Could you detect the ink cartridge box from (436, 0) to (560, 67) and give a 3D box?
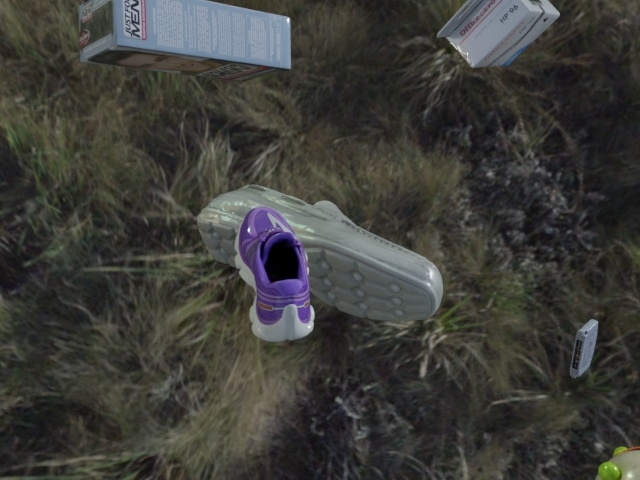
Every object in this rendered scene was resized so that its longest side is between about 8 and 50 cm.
[{"bbox_3d":[0.113,-0.135,0.403,0.028,0.048,0.083,53,37,11],"label":"ink cartridge box"}]

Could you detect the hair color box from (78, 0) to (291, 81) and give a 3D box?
[{"bbox_3d":[-0.261,-0.399,1.269,0.374,0.185,0.114,-3,95,-39],"label":"hair color box"}]

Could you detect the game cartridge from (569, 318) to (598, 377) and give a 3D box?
[{"bbox_3d":[0.406,0.165,0.983,0.056,0.017,0.083,-20,121,-39],"label":"game cartridge"}]

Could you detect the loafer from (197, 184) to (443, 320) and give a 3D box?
[{"bbox_3d":[0.000,0.000,0.739,0.319,0.112,0.111,20,51,28],"label":"loafer"}]

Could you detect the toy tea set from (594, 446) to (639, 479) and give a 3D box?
[{"bbox_3d":[0.314,0.287,0.521,0.124,0.336,0.200,39,76,-10],"label":"toy tea set"}]

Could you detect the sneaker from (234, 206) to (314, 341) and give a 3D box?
[{"bbox_3d":[-0.034,0.013,0.556,0.068,0.071,0.170,-2,32,-15],"label":"sneaker"}]
